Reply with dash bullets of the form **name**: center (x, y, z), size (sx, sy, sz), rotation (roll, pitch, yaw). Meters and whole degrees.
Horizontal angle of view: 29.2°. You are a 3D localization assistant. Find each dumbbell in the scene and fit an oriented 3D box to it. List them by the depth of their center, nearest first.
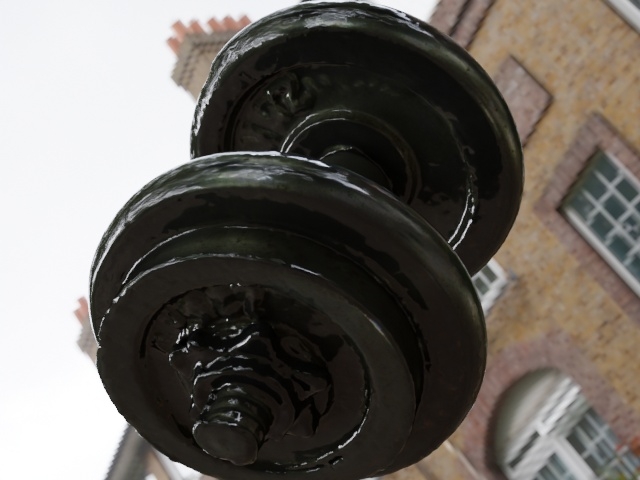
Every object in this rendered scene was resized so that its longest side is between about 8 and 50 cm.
- **dumbbell**: center (0.000, 0.000, 0.620), size (0.290, 0.192, 0.192), rotation (-65, 1, -51)
